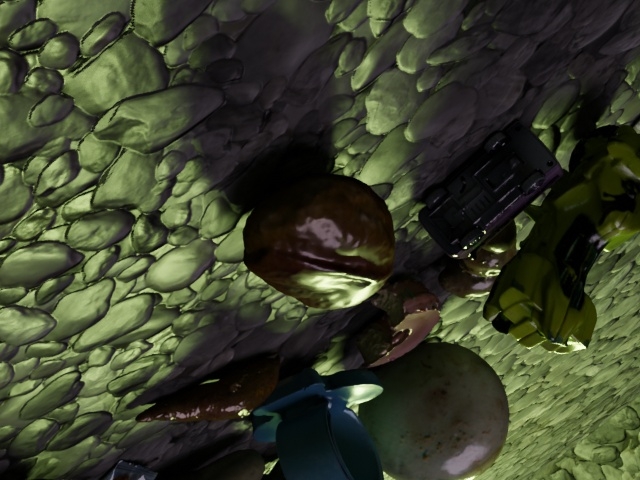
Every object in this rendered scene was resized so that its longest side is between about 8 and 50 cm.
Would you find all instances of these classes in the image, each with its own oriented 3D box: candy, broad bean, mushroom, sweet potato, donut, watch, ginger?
[{"bbox_3d":[-0.290,0.356,1.592,0.136,0.038,0.088,-48,140,11],"label":"candy"},{"bbox_3d":[-0.002,-0.002,1.213,0.156,0.122,0.228,-15,154,17],"label":"broad bean"},{"bbox_3d":[0.183,0.281,1.876,0.243,0.243,0.243,-29,155,-15],"label":"mushroom"},{"bbox_3d":[-0.131,0.208,1.492,0.226,0.068,0.068,-20,151,-31],"label":"sweet potato"},{"bbox_3d":[0.117,0.110,1.635,0.117,0.065,0.166,-15,150,-34],"label":"donut"},{"bbox_3d":[0.004,0.298,1.646,0.211,0.193,0.211,-17,156,-8],"label":"watch"},{"bbox_3d":[0.224,0.012,1.580,0.104,0.080,0.204,-20,153,-19],"label":"ginger"}]

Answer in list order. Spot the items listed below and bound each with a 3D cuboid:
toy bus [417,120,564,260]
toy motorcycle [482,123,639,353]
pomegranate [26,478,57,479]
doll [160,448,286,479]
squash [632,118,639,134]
[{"bbox_3d":[0.214,-0.057,1.435,0.178,0.087,0.098,-43,161,10],"label":"toy bus"},{"bbox_3d":[0.340,-0.015,1.452,0.342,0.142,0.206,-59,-166,-18],"label":"toy motorcycle"},{"bbox_3d":[-0.357,0.381,1.413,0.156,0.156,0.220,-15,153,-39],"label":"pomegranate"},{"bbox_3d":[-0.107,0.466,1.782,0.382,0.252,0.379,-35,157,-17],"label":"doll"},{"bbox_3d":[0.511,-0.139,1.758,0.204,0.155,0.237,18,134,-16],"label":"squash"}]
